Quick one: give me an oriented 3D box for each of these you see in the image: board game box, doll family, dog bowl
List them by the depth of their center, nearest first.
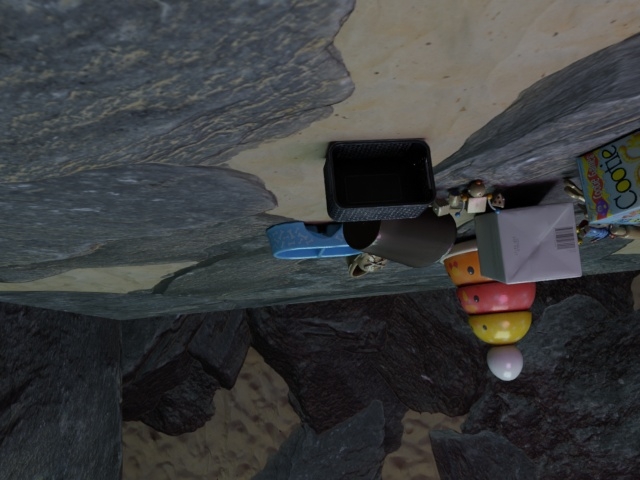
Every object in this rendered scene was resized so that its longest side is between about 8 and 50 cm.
[{"bbox_3d":[0.649,-0.134,0.988,0.144,0.142,0.275,0,166,-25],"label":"board game box"},{"bbox_3d":[0.804,-0.060,1.460,0.111,0.076,0.193,1,155,-20],"label":"doll family"},{"bbox_3d":[0.000,0.000,1.473,0.297,0.074,0.166,-3,167,-8],"label":"dog bowl"}]

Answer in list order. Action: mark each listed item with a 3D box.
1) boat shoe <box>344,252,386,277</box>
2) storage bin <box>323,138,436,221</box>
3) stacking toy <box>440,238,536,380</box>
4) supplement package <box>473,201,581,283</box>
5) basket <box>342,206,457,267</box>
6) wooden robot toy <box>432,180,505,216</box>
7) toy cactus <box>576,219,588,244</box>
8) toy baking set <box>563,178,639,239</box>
[{"bbox_3d":[0.168,0.040,1.628,0.122,0.110,0.341,-2,167,-15],"label":"boat shoe"},{"bbox_3d":[0.101,-0.105,0.942,0.180,0.122,0.084,-4,167,-7],"label":"storage bin"},{"bbox_3d":[0.613,0.234,1.824,0.351,0.479,0.350,-5,167,-1],"label":"stacking toy"},{"bbox_3d":[0.514,0.006,1.358,0.175,0.177,0.293,-7,180,5],"label":"supplement package"},{"bbox_3d":[0.179,-0.024,1.285,0.227,0.154,0.204,11,159,-41],"label":"basket"},{"bbox_3d":[0.344,-0.108,1.213,0.173,0.076,0.079,-5,132,-1],"label":"wooden robot toy"},{"bbox_3d":[0.706,-0.032,1.613,0.219,0.112,0.180,-15,-177,27],"label":"toy cactus"},{"bbox_3d":[0.654,-0.074,1.201,0.256,0.196,0.030,7,132,-33],"label":"toy baking set"}]
